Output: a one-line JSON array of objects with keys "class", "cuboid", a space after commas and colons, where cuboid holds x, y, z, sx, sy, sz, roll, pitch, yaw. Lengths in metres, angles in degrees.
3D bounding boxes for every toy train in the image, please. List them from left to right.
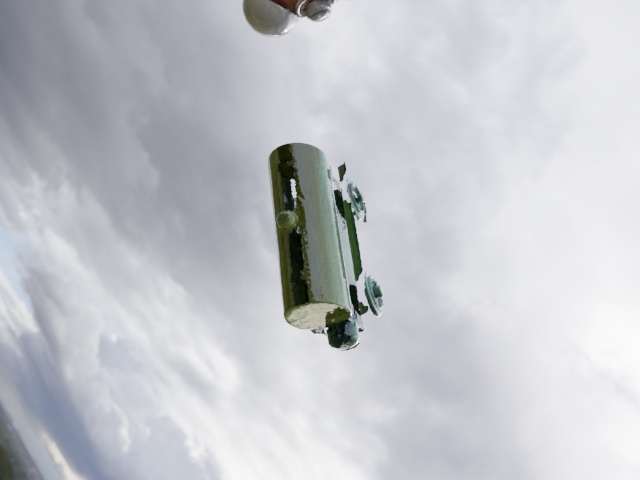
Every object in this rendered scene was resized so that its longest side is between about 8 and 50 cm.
[{"class": "toy train", "cuboid": [0.007, -0.003, 0.990, 0.189, 0.126, 0.308, 59, 21, -60]}]

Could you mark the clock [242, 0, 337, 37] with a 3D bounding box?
[{"class": "clock", "cuboid": [-0.027, -0.321, 0.768, 0.162, 0.165, 0.092, 70, 17, 3]}]
